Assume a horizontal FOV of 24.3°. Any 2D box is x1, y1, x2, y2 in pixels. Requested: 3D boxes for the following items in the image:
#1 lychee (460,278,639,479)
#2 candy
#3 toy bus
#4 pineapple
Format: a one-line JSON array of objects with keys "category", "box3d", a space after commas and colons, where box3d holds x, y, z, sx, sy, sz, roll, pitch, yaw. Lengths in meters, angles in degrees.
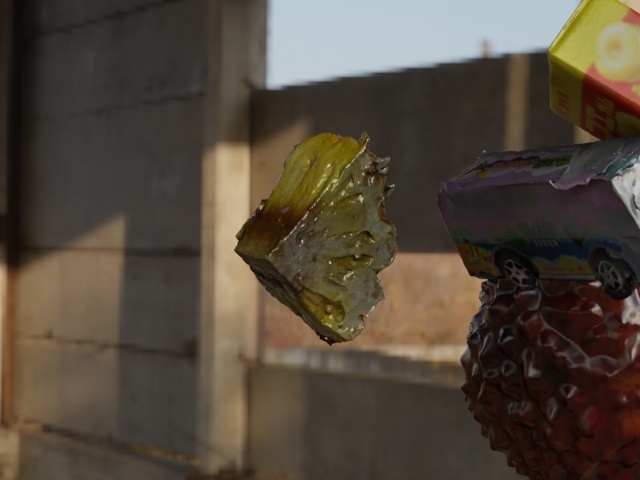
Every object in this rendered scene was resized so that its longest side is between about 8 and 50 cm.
[{"category": "lychee", "box3d": [0.387, 0.153, 1.960, 0.425, 0.500, 0.424, -10, 36, 7]}, {"category": "candy", "box3d": [0.345, -0.110, 1.378, 0.276, 0.088, 0.146, 33, -7, 18]}, {"category": "toy bus", "box3d": [0.246, -0.027, 1.457, 0.112, 0.138, 0.317, -40, 16, -24]}, {"category": "pineapple", "box3d": [0.000, 0.000, 1.602, 0.186, 0.236, 0.114, 0, 2, -36]}]
